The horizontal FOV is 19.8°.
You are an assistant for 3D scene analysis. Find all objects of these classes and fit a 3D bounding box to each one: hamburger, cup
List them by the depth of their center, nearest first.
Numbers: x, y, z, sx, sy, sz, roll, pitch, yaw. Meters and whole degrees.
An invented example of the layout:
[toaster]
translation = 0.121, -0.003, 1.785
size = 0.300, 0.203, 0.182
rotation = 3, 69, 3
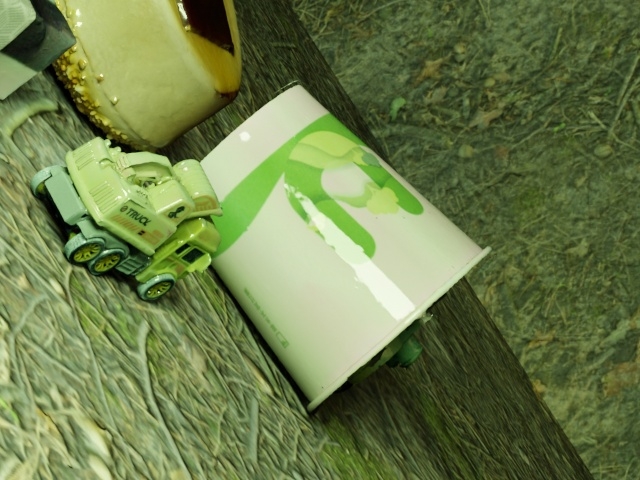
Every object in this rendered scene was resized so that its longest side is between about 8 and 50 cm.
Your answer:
[hamburger]
translation = -0.195, -0.234, 1.839
size = 0.302, 0.170, 0.302
rotation = -16, 90, -76
[cup]
translation = 0.000, 0.000, 1.874
size = 0.274, 0.253, 0.253
rotation = 48, 9, 5

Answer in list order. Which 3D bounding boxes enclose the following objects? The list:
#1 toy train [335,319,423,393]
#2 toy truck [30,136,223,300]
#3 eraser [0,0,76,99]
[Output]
[toy train]
translation = -0.010, 0.038, 2.059
size = 0.189, 0.126, 0.307
rotation = -39, 95, -41
[toy truck]
translation = -0.151, -0.028, 1.546
size = 0.085, 0.116, 0.191
rotation = 61, 12, 25
[eraser]
translation = -0.325, -0.213, 1.401
size = 0.098, 0.096, 0.404
rotation = 57, 11, 18
